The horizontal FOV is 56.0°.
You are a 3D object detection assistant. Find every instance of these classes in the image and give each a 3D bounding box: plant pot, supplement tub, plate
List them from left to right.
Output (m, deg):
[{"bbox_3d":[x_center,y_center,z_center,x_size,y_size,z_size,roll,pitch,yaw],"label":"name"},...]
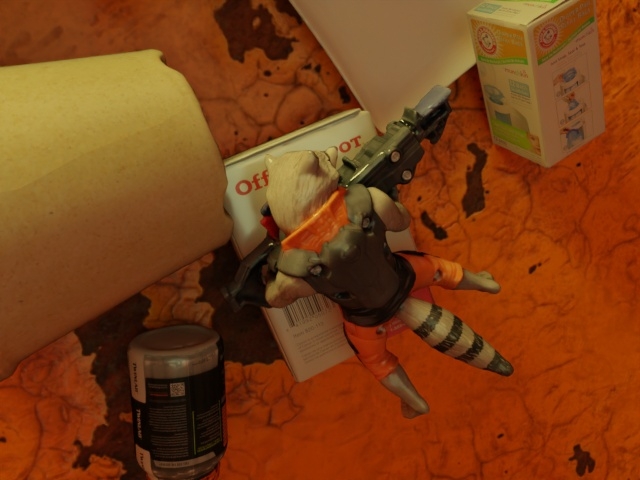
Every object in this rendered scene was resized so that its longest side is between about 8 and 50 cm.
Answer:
[{"bbox_3d":[-0.269,-0.045,0.600,0.306,0.334,0.333,-24,106,-22],"label":"plant pot"},{"bbox_3d":[-0.176,0.211,0.756,0.117,0.117,0.190,-3,101,-15],"label":"supplement tub"},{"bbox_3d":[0.104,-0.324,0.772,0.278,0.045,0.277,-40,109,-6],"label":"plate"}]

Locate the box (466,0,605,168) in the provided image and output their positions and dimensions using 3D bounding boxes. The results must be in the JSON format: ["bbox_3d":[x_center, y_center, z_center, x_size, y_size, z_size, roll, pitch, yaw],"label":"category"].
[{"bbox_3d":[0.280,-0.216,0.776,0.103,0.114,0.203,-32,127,-10],"label":"box"}]

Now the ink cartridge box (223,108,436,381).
[{"bbox_3d":[0.000,0.000,0.765,0.207,0.117,0.282,-24,106,-10],"label":"ink cartridge box"}]

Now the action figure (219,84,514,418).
[{"bbox_3d":[0.082,0.002,0.639,0.330,0.178,0.341,39,90,-29],"label":"action figure"}]
